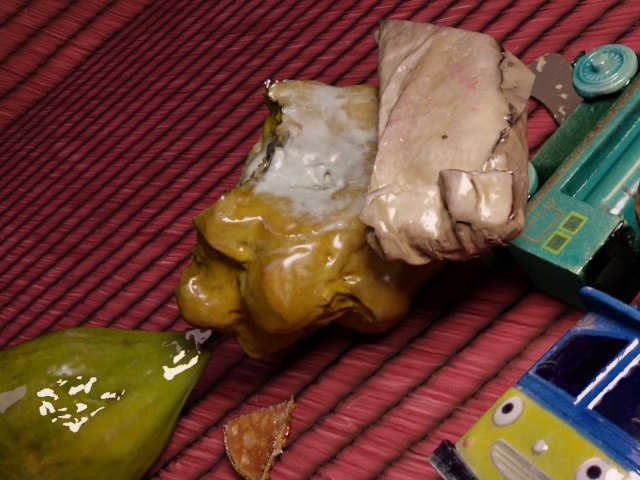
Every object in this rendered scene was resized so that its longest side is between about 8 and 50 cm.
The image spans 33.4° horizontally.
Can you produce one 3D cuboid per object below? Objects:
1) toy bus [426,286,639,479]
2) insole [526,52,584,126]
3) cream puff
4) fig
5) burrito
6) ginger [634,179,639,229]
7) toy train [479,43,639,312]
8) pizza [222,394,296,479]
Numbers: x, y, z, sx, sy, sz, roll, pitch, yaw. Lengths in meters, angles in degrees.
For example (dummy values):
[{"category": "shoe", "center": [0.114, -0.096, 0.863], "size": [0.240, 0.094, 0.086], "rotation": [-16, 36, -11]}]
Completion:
[{"category": "toy bus", "center": [0.216, 0.182, 0.653], "size": [0.175, 0.288, 0.138], "rotation": [-46, 31, -5]}, {"category": "insole", "center": [0.304, -0.169, 1.263], "size": [0.081, 0.011, 0.248], "rotation": [-37, 32, 4]}, {"category": "cream puff", "center": [0.008, -0.004, 1.201], "size": [0.274, 0.270, 0.323], "rotation": [20, 57, 11]}, {"category": "fig", "center": [-0.271, 0.202, 1.229], "size": [0.314, 0.233, 0.233], "rotation": [-17, 38, 27]}, {"category": "burrito", "center": [0.131, -0.115, 1.060], "size": [0.175, 0.107, 0.348], "rotation": [-10, 46, 16]}, {"category": "ginger", "center": [0.423, -0.010, 0.742], "size": [0.375, 0.176, 0.256], "rotation": [-11, 39, 9]}, {"category": "toy train", "center": [0.290, -0.071, 1.055], "size": [0.298, 0.120, 0.194], "rotation": [-49, 38, -8]}, {"category": "pizza", "center": [-0.065, 0.228, 1.159], "size": [0.100, 0.029, 0.099], "rotation": [-28, 41, 25]}]
